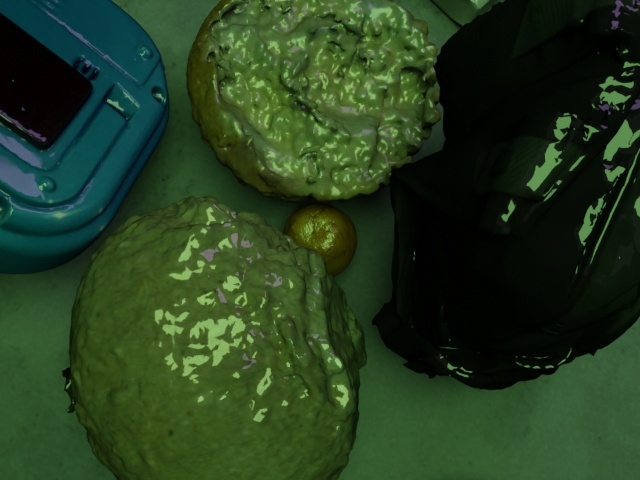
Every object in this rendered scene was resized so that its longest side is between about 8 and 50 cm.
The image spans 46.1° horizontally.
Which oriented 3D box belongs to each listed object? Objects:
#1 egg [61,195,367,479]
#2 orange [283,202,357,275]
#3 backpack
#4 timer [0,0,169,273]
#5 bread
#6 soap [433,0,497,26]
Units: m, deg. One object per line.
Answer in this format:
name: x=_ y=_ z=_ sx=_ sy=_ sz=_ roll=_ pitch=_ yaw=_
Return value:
egg: x=-0.090 y=0.116 z=0.685 sx=0.279 sy=0.279 sz=0.311 roll=-29 pitch=112 yaw=-12
orange: x=0.000 y=0.000 z=0.818 sx=0.083 sy=0.070 sz=0.083 roll=-2 pitch=75 yaw=6
backpack: x=0.194 y=-0.048 z=0.665 sx=0.254 sy=0.446 sz=0.364 roll=24 pitch=76 yaw=5
timer: x=-0.310 y=-0.151 z=0.683 sx=0.340 sy=0.115 sz=0.309 roll=36 pitch=48 yaw=-19
bread: x=-0.009 y=-0.156 z=0.811 sx=0.273 sy=0.149 sz=0.274 roll=3 pitch=72 yaw=-9
soap: x=0.159 y=-0.365 z=0.918 sx=0.121 sy=0.064 sz=0.183 roll=-43 pitch=87 yaw=-14
